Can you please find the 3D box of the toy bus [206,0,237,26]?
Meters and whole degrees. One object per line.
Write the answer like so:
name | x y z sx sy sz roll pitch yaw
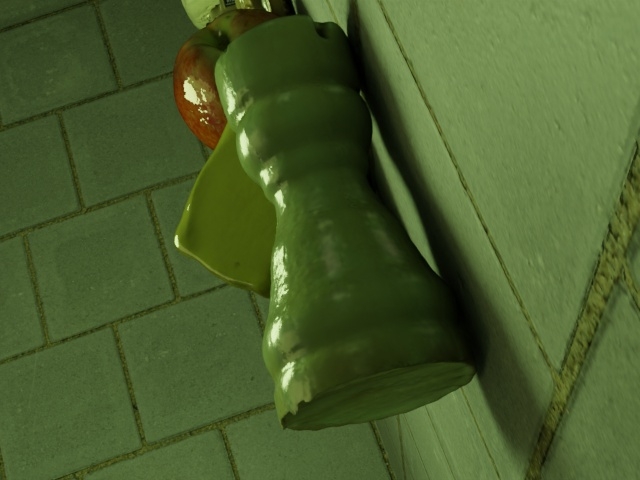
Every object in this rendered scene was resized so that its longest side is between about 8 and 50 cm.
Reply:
toy bus | -0.151 -0.413 2.120 0.289 0.139 0.157 -108 4 -80

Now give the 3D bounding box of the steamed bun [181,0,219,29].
steamed bun | -0.248 -0.603 2.422 0.250 0.155 0.200 51 -158 -81

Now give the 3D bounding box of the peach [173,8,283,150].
peach | -0.102 -0.227 1.649 0.256 0.232 0.232 54 -173 -35

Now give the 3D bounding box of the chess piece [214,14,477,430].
chess piece | 0.009 -0.027 1.180 0.234 0.234 0.442 80 175 -70

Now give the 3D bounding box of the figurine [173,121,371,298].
figurine | 0.021 -0.005 1.537 0.361 0.266 0.378 45 -166 23

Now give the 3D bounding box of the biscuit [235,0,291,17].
biscuit | -0.100 -0.396 1.820 0.259 0.079 0.259 160 90 -86
